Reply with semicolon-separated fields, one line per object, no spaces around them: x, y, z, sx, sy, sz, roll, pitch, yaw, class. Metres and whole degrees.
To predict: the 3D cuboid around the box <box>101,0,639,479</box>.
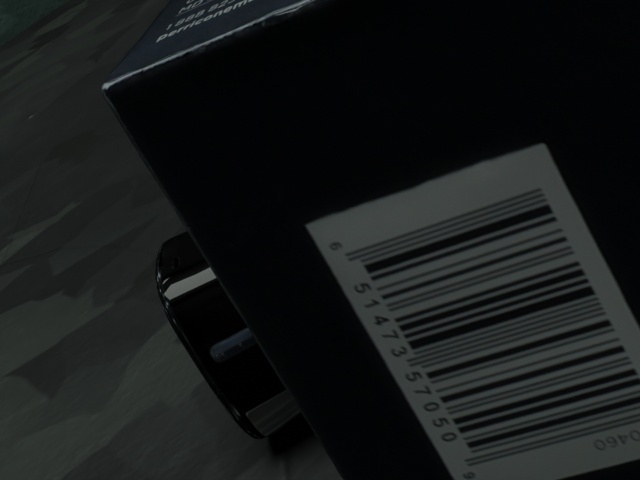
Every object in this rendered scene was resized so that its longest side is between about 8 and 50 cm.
0.124;-0.069;0.770;0.212;0.293;0.395;-20;24;27;box

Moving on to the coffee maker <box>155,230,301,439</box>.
0.000;0.000;0.959;0.178;0.171;0.120;-27;-6;6;coffee maker
